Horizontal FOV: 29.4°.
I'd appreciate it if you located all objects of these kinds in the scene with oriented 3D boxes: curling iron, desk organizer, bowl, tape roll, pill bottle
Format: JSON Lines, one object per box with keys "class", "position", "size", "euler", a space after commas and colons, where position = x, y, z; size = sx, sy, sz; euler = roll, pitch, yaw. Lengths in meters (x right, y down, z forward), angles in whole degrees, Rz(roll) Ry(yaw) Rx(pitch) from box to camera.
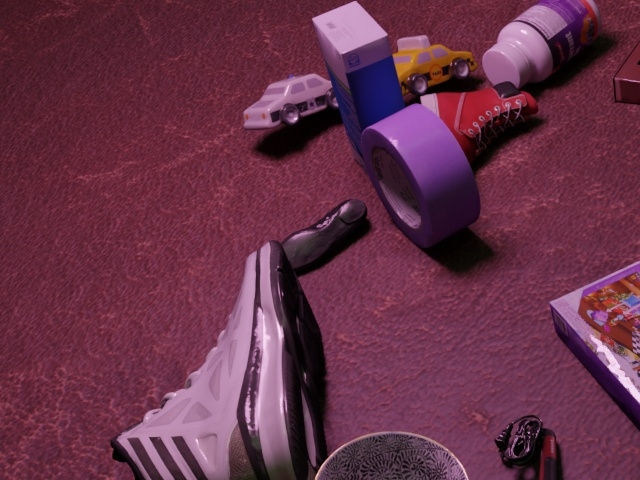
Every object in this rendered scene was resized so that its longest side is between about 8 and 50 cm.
{"class": "curling iron", "position": [0.230, 0.294, 1.308], "size": [0.068, 0.035, 0.274], "euler": [-13, 36, 13]}
{"class": "desk organizer", "position": [0.503, -0.266, 1.898], "size": [0.050, 0.047, 0.130], "euler": [14, 47, 32]}
{"class": "bowl", "position": [0.078, 0.296, 1.322], "size": [0.170, 0.080, 0.170], "euler": [-4, 41, 3]}
{"class": "tape roll", "position": [0.138, -0.090, 1.705], "size": [0.080, 0.189, 0.189], "euler": [-29, 38, -13]}
{"class": "pill bottle", "position": [0.355, -0.322, 1.978], "size": [0.193, 0.108, 0.108], "euler": [-38, 41, -24]}

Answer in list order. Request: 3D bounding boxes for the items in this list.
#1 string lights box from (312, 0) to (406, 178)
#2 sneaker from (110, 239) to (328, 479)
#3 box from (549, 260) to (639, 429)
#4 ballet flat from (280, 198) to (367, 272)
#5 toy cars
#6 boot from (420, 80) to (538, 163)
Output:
{"class": "string lights box", "position": [0.072, -0.209, 1.824], "size": [0.077, 0.259, 0.133], "euler": [-23, 38, -6]}
{"class": "sneaker", "position": [-0.137, 0.169, 1.510], "size": [0.257, 0.169, 0.447], "euler": [-18, 31, 9]}
{"class": "box", "position": [0.426, 0.130, 1.417], "size": [0.201, 0.057, 0.293], "euler": [-24, 37, -7]}
{"class": "ballet flat", "position": [0.000, 0.000, 1.782], "size": [0.173, 0.049, 0.057], "euler": [-34, 72, -14]}
{"class": "toy cars", "position": [0.059, -0.266, 2.004], "size": [0.394, 0.087, 0.176], "euler": [-13, 13, 9]}
{"class": "boot", "position": [0.247, -0.165, 1.846], "size": [0.176, 0.088, 0.244], "euler": [-10, 34, 8]}
